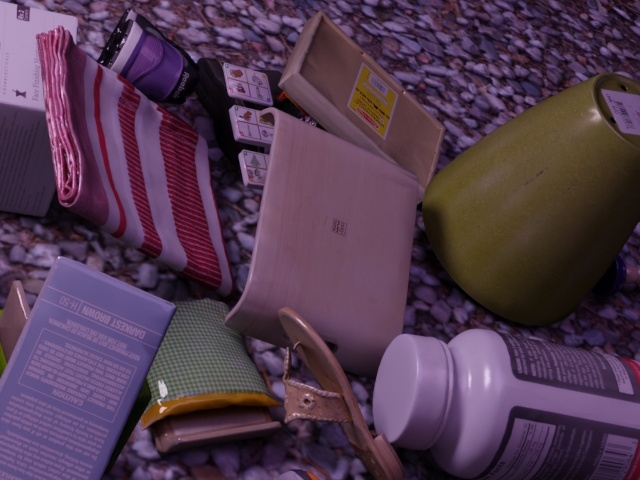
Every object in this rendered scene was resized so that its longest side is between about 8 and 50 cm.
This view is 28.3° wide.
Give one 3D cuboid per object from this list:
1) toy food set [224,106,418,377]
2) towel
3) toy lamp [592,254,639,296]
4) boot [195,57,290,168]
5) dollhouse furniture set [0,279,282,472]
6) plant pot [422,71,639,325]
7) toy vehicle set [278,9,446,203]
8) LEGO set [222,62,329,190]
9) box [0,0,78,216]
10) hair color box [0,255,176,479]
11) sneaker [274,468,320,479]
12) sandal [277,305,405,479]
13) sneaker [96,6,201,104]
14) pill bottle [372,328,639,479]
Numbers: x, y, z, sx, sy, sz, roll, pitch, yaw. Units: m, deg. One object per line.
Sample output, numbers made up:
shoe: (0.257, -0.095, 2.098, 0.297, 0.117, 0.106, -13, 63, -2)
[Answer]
toy food set: (0.000, 0.000, 1.583, 0.219, 0.092, 0.306, 23, 59, -26)
towel: (-0.206, -0.083, 1.481, 0.329, 0.037, 0.237, 36, 35, -55)
toy lamp: (0.526, 0.051, 1.859, 0.274, 0.080, 0.080, 5, 48, -24)
boot: (-0.082, -0.182, 1.773, 0.137, 0.077, 0.198, 0, 51, -34)
dollhouse furniture set: (-0.181, 0.122, 1.376, 0.301, 0.151, 0.198, -5, 52, -31)
plant pot: (0.328, -0.078, 1.695, 0.274, 0.293, 0.275, 18, 48, -21)
toy vehicle set: (0.065, -0.189, 1.809, 0.267, 0.035, 0.166, 41, 39, -18)
LEGO set: (-0.035, -0.133, 1.734, 0.244, 0.060, 0.182, 7, 61, -42)
box: (-0.367, -0.158, 1.521, 0.119, 0.182, 0.181, 9, 47, -21)
hair color box: (-0.252, 0.211, 1.099, 0.113, 0.185, 0.374, 24, 81, -6)
sneaker: (0.074, 0.370, 1.315, 0.180, 0.124, 0.321, -14, 68, -41)
sandal: (-0.001, 0.193, 1.431, 0.079, 0.088, 0.240, -35, 92, -20)
sneaker: (-0.225, -0.226, 1.673, 0.124, 0.107, 0.283, 29, 9, -16)
pill bottle: (0.232, 0.201, 1.495, 0.318, 0.176, 0.176, 13, 45, -17)
